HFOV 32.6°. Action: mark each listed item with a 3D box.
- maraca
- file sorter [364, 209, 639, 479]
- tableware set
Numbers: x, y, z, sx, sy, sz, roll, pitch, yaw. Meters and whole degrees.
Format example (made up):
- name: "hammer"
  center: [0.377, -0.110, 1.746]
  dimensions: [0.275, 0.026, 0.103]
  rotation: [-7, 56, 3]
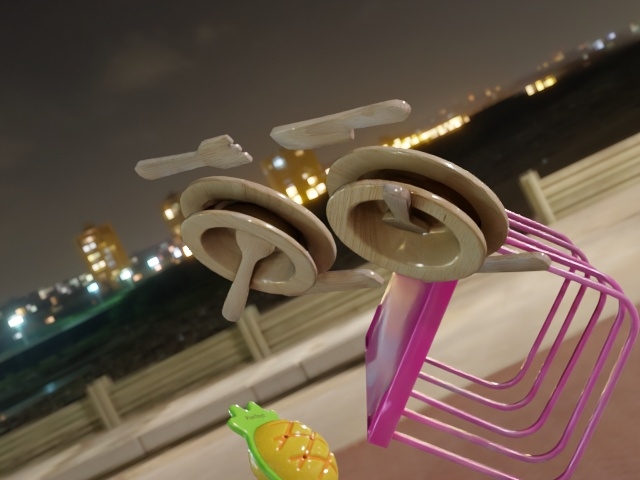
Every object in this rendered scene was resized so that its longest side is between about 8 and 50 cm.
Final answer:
- name: "maraca"
  center: [-0.050, 0.283, 1.459]
  dimensions: [0.099, 0.186, 0.127]
  rotation: [-54, -26, 16]
- name: "file sorter"
  center: [0.161, 0.079, 1.034]
  dimensions: [0.290, 0.182, 0.202]
  rotation: [-81, 12, -78]
- name: "tableware set"
  center: [0.000, 0.000, 0.529]
  dimensions: [0.194, 0.128, 0.039]
  rotation: [-8, 50, 45]
